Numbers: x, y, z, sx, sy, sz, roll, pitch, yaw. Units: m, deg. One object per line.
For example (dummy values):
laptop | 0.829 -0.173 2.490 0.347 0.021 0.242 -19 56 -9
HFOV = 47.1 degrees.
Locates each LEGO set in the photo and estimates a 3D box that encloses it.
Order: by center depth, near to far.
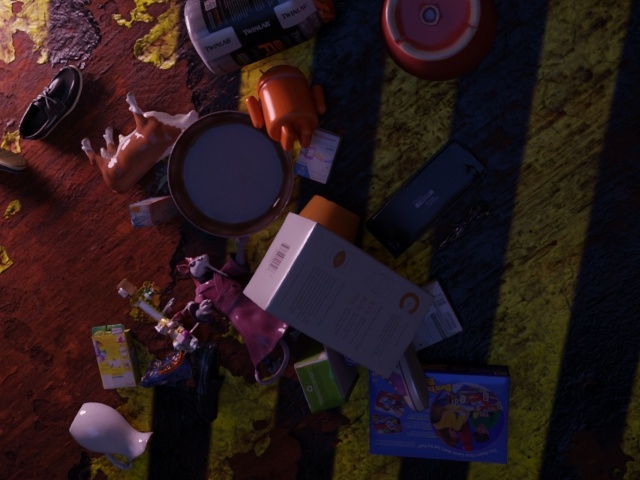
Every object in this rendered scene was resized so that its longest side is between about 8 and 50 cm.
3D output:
LEGO set | -0.403 0.179 1.940 0.287 0.132 0.107 40 89 25

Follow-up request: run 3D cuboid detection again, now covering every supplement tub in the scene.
supplement tub | -0.136 -0.525 1.696 0.315 0.193 0.194 -19 97 15

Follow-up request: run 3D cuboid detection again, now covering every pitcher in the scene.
pitcher | -0.596 0.555 2.053 0.207 0.125 0.178 29 121 -7

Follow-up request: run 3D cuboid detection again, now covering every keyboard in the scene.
keyboard | 0.282 -0.074 1.789 0.317 0.033 0.201 -44 84 17

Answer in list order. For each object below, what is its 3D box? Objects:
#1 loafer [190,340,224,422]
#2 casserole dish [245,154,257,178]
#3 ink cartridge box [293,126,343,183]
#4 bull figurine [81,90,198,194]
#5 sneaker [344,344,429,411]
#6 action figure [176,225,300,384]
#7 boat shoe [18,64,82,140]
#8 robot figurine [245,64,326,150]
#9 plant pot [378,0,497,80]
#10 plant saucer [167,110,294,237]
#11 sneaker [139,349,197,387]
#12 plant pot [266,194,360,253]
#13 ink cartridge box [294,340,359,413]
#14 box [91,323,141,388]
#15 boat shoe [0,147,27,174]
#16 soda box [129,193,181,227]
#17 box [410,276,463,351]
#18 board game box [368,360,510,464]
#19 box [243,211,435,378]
loafer | -0.297 0.381 1.971 0.078 0.076 0.223 -2 97 19
casserole dish | -0.232 -0.201 1.862 0.188 0.037 0.114 34 105 4
ink cartridge box | -0.005 -0.212 1.806 0.088 0.052 0.123 19 103 7
bull figurine | -0.454 -0.255 1.863 0.310 0.101 0.188 -39 88 13
sneaker | 0.152 0.307 1.800 0.161 0.102 0.282 -31 69 18
action figure | -0.206 0.152 1.887 0.370 0.276 0.248 33 63 17
boat shoe | -0.700 -0.353 1.902 0.084 0.079 0.233 42 104 2
robot figurine | -0.081 -0.322 1.738 0.158 0.128 0.220 -27 65 25
plant pot | 0.250 -0.485 1.602 0.274 0.243 0.275 2 102 11
plant saucer | -0.218 -0.163 1.812 0.310 0.050 0.311 0 99 0
sneaker | -0.410 0.361 1.960 0.087 0.083 0.221 41 140 -21
plant pot | 0.000 0.000 1.785 0.205 0.205 0.188 28 90 5
ink cartridge box | -0.003 0.270 1.834 0.097 0.189 0.255 -20 95 16
box | -0.565 0.317 2.030 0.105 0.043 0.179 -7 102 13
boat shoe | -0.888 -0.213 1.971 0.223 0.080 0.074 21 110 12
soda box | -0.411 -0.078 1.845 0.062 0.183 0.058 -4 100 13
box | 0.244 0.197 1.847 0.186 0.038 0.145 -28 95 14
board game box | 0.298 0.431 1.863 0.346 0.078 0.234 1 101 11
box | 0.042 0.121 1.622 0.345 0.168 0.215 32 86 -24
